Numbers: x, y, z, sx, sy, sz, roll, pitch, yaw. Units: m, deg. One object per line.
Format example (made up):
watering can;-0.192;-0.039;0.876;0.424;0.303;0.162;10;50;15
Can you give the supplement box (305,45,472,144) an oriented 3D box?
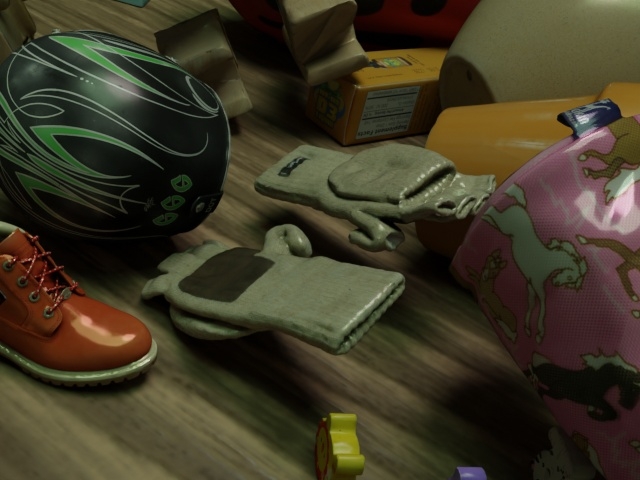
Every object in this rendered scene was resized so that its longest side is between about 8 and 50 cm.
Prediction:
supplement box;0.097;-0.173;0.938;0.233;0.080;0.078;-12;41;-38

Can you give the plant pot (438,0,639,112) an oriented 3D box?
plant pot;0.237;-0.162;0.842;0.190;0.284;0.284;-22;44;-12

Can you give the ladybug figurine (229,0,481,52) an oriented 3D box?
ladybug figurine;0.067;-0.326;1.009;0.449;0.305;0.162;3;78;-11

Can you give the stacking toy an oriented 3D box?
stacking toy;0.090;0.189;0.435;0.166;0.052;0.221;6;36;-12

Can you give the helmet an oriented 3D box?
helmet;-0.167;-0.077;0.608;0.161;0.169;0.169;10;30;-40

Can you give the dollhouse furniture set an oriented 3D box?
dollhouse furniture set;-0.196;-0.316;0.790;0.394;0.362;0.256;-21;42;-1

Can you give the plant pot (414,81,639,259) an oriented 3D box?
plant pot;0.189;-0.038;0.692;0.187;0.205;0.205;11;30;22

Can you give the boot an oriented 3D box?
boot;-0.176;0.037;0.508;0.157;0.085;0.059;17;31;-2

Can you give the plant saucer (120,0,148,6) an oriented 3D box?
plant saucer;-0.253;-0.371;1.133;0.067;0.018;0.192;15;34;-2

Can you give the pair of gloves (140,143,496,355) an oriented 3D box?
pair of gloves;0.000;0.000;0.601;0.204;0.042;0.240;5;36;36

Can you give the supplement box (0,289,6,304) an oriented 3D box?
supplement box;-0.271;0.063;0.336;0.130;0.073;0.239;34;71;24

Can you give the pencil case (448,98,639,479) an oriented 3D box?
pencil case;0.246;0.099;0.456;0.160;0.167;0.386;-15;61;-44
